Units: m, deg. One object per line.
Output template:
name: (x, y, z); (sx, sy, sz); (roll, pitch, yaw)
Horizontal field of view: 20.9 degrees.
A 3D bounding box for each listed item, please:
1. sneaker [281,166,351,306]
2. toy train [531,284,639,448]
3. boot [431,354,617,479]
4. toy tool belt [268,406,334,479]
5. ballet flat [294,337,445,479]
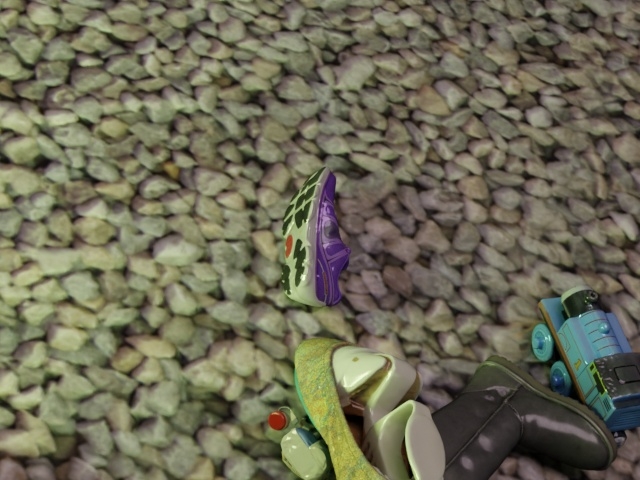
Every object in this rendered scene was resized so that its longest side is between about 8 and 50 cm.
sneaker: (0.000, 0.000, 1.888); (0.071, 0.068, 0.170); (21, 57, -25)
toy train: (0.292, 0.131, 1.861); (0.080, 0.105, 0.184); (-4, 56, -24)
boot: (0.177, 0.223, 1.767); (0.189, 0.076, 0.208); (30, 41, 21)
toy tool belt: (-0.014, 0.203, 1.732); (0.083, 0.052, 0.051); (52, 23, 16)
ballet flat: (0.059, 0.178, 1.662); (0.123, 0.123, 0.348); (8, 31, -16)
